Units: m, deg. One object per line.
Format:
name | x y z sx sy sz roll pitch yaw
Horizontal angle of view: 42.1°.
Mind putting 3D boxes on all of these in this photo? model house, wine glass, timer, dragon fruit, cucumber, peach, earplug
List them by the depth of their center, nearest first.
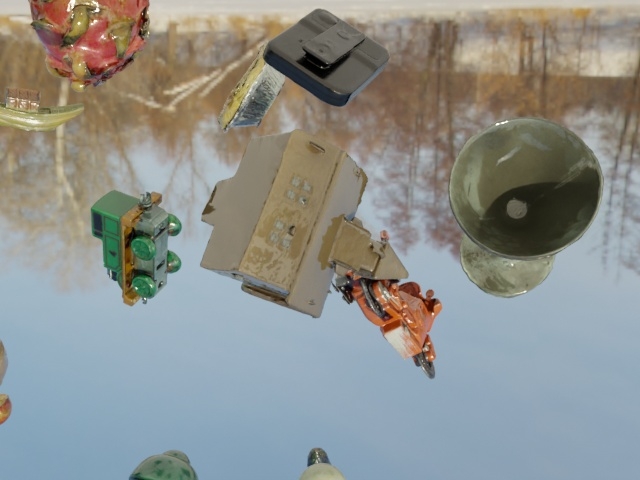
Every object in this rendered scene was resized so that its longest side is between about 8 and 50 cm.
model house | 0.000 0.000 0.988 0.248 0.181 0.176 26 171 -29
timer | 0.014 -0.279 1.240 0.144 0.055 0.187 35 -139 4
earplug | -0.333 0.471 1.438 0.164 0.257 0.280 -29 -155 49
wine glass | 0.372 -0.036 1.611 0.267 0.267 0.406 2 163 7
dragon fruit | -0.514 -0.473 1.815 0.250 0.291 0.269 19 -161 25
peach | -0.750 0.393 1.899 0.098 0.061 0.098 -14 -162 5
cucumber | 0.006 0.571 2.036 0.067 0.245 0.067 -8 -126 12

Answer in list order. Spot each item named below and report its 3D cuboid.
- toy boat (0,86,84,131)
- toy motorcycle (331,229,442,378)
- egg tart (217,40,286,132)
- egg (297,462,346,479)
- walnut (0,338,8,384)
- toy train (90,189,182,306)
toy boat | -0.488 -0.222 1.398 0.172 0.066 0.065 4 -161 -21
toy motorcycle | 0.153 0.132 1.725 0.147 0.326 0.221 -27 -144 16
egg tart | -0.145 -0.331 1.856 0.094 0.234 0.234 34 -170 -11
egg | 0.003 0.522 1.705 0.114 0.152 0.114 1 -133 -1
walnut | -0.741 0.251 1.554 0.285 0.285 0.296 8 -141 28
toy train | -0.306 0.007 1.359 0.136 0.228 0.091 23 -140 14
